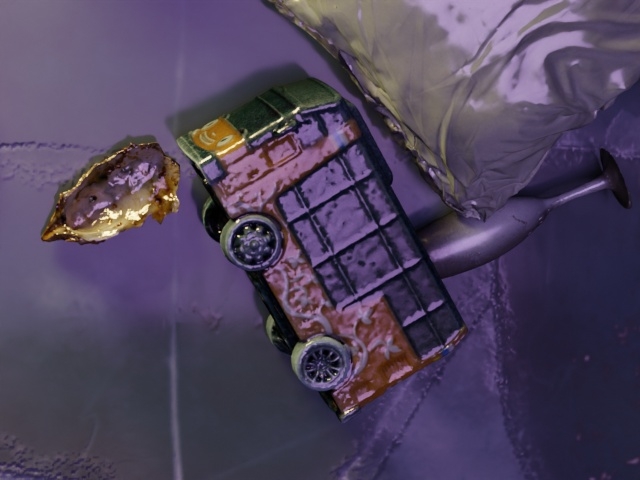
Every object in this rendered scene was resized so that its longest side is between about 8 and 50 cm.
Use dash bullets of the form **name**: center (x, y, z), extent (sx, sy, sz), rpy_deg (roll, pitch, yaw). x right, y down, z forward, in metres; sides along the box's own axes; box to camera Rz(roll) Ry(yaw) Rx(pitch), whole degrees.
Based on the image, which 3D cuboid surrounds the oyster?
- **oyster**: center (-0.189, -0.042, 1.582), extent (0.132, 0.029, 0.086), rpy_deg (-8, 98, -6)

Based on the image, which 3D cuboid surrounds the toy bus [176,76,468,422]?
- **toy bus**: center (0.000, 0.000, 1.572), extent (0.167, 0.138, 0.275), rpy_deg (-32, 107, -4)

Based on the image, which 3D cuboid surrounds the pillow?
- **pillow**: center (0.141, -0.197, 1.557), extent (0.283, 0.138, 0.310), rpy_deg (-37, 105, 5)

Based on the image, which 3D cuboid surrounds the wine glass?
- **wine glass**: center (0.186, -0.020, 1.641), extent (0.198, 0.066, 0.066), rpy_deg (-23, 105, -5)
